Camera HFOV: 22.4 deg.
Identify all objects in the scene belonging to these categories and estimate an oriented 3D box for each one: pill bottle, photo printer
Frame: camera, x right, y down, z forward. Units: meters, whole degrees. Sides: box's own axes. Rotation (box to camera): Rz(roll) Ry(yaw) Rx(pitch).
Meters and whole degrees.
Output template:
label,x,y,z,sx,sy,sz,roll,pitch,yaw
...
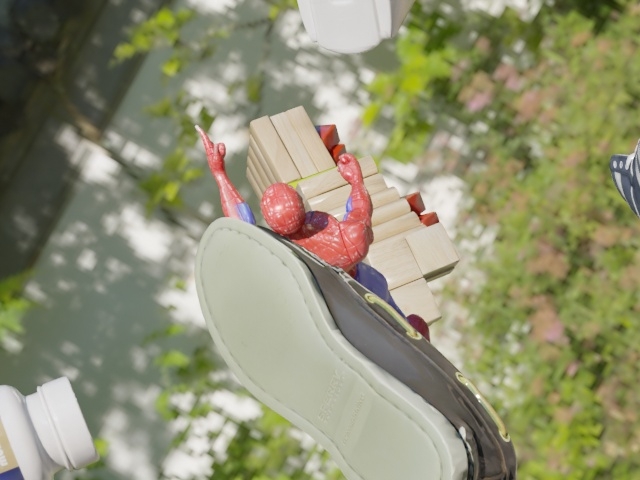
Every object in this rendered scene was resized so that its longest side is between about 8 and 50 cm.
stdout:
label,x,y,z,sx,sy,sz,roll,pitch,yaw
pill bottle,-0.300,0.193,1.450,0.187,0.112,0.112,-22,-9,-10
photo printer,0.051,-0.373,1.679,0.307,0.107,0.256,-62,-34,-51

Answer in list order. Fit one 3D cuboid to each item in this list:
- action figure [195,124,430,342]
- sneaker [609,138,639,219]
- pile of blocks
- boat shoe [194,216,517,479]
label,x,y,z,sx,sy,sz,roll,pitch,yaw
action figure,0.000,0.000,1.104,0.092,0.139,0.280,-20,-24,6
sneaker,0.392,-0.109,1.829,0.153,0.099,0.282,-110,8,-52
pile of blocks,0.046,-0.011,1.634,0.113,0.362,0.149,-21,-50,-17
boat shoe,0.014,0.066,0.886,0.069,0.228,0.081,-2,-52,-45
